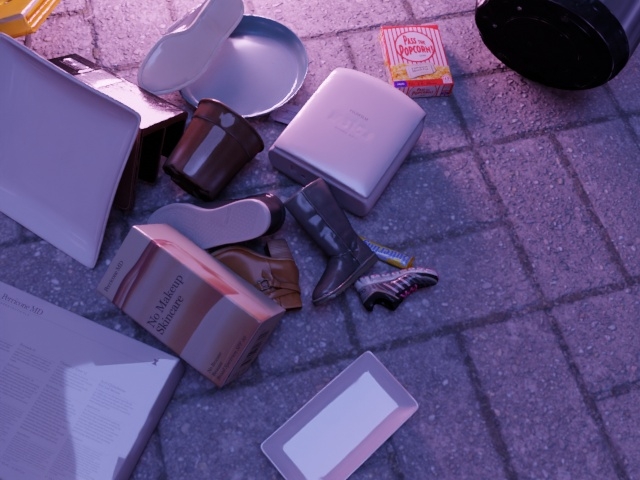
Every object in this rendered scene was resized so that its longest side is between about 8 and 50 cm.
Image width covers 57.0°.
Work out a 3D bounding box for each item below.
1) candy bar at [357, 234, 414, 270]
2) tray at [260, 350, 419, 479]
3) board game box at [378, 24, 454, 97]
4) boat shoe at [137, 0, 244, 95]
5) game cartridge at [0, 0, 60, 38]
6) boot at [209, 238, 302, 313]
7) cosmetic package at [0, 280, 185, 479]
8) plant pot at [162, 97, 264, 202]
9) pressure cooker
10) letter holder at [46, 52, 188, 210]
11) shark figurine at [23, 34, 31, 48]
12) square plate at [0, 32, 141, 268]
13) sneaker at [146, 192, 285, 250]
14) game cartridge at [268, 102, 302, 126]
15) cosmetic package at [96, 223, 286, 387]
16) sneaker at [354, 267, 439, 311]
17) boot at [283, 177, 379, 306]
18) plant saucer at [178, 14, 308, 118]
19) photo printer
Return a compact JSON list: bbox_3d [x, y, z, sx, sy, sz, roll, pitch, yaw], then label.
[{"bbox_3d":[0.121,0.022,1.235,0.161,0.018,0.040,22,65,7],"label":"candy bar"},{"bbox_3d":[0.037,0.339,1.072,0.270,0.030,0.145,-38,72,-19],"label":"tray"},{"bbox_3d":[0.231,-0.439,1.445,0.147,0.045,0.193,-6,65,-7],"label":"board game box"},{"bbox_3d":[-0.303,-0.449,1.355,0.319,0.099,0.116,-52,121,-15],"label":"boat shoe"},{"bbox_3d":[-0.745,-0.477,1.291,0.324,0.052,0.285,-15,39,7],"label":"game cartridge"},{"bbox_3d":[-0.137,0.085,1.159,0.197,0.073,0.152,-13,71,-7],"label":"boot"},{"bbox_3d":[-0.474,0.271,1.031,0.377,0.097,0.284,22,67,6],"label":"cosmetic package"},{"bbox_3d":[-0.231,-0.178,1.234,0.167,0.167,0.165,30,74,10],"label":"plant pot"},{"bbox_3d":[0.600,-0.601,1.321,0.370,0.375,0.420,32,86,2],"label":"pressure cooker"},{"bbox_3d":[-0.465,-0.226,1.252,0.302,0.214,0.152,29,34,11],"label":"letter holder"},{"bbox_3d":[-0.773,-0.401,1.319,0.278,0.116,0.166,-18,69,-10],"label":"shark figurine"},{"bbox_3d":[-0.525,-0.170,1.159,0.344,0.347,0.049,30,23,10],"label":"square plate"},{"bbox_3d":[-0.203,-0.034,1.202,0.296,0.147,0.104,-6,93,24],"label":"sneaker"},{"bbox_3d":[-0.073,-0.290,1.369,0.083,0.017,0.056,18,68,4],"label":"game cartridge"},{"bbox_3d":[-0.234,0.110,1.078,0.296,0.129,0.153,33,101,12],"label":"cosmetic package"},{"bbox_3d":[0.156,0.103,1.176,0.170,0.063,0.074,-9,65,-3],"label":"sneaker"},{"bbox_3d":[-0.002,0.001,1.172,0.190,0.076,0.208,-41,98,-31],"label":"boot"},{"bbox_3d":[-0.186,-0.404,1.391,0.318,0.043,0.317,0,64,-1],"label":"plant saucer"},{"bbox_3d":[0.073,-0.234,1.302,0.256,0.107,0.307,32,67,10],"label":"photo printer"}]
